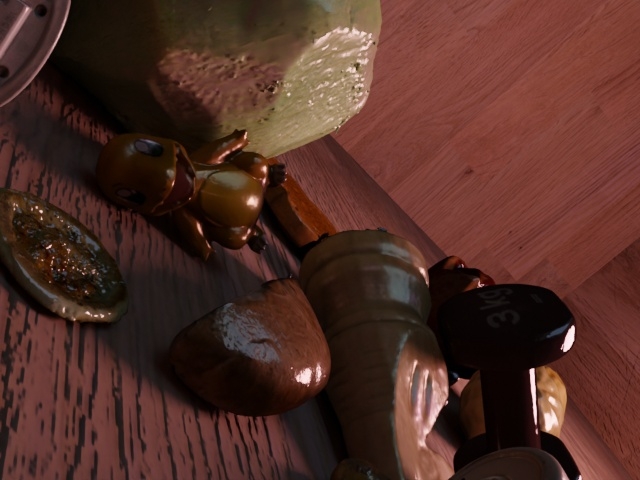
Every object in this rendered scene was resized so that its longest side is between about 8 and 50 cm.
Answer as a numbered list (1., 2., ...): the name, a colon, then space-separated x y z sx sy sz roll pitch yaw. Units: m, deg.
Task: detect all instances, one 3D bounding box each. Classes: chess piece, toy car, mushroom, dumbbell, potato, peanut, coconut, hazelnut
1. chess piece: 0.057 0.126 0.709 0.137 0.137 0.300 42 25 -33
2. toy car: -0.248 -0.164 0.520 0.139 0.112 0.112 33 1 -28
3. mushroom: -0.034 0.077 0.574 0.094 0.072 0.210 59 11 8
4. dumbbell: 0.192 0.165 0.793 0.140 0.124 0.225 -95 176 -71
5. potato: 0.043 0.193 0.544 0.092 0.045 0.046 52 -17 1
6. peanut: 0.276 0.234 1.087 0.147 0.147 0.305 53 10 24
7. coconut: -0.109 -0.210 0.790 0.328 0.329 0.281 3 77 -76
8. hazelnut: 0.220 0.124 1.230 0.170 0.160 0.201 40 7 -45

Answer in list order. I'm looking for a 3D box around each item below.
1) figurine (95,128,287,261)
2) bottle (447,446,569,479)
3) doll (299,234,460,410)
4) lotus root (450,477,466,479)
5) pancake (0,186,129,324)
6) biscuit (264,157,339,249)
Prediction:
1. figurine: -0.125 -0.053 0.676 0.122 0.121 0.176 22 4 34
2. bottle: 0.178 0.277 0.579 0.233 0.110 0.110 60 8 -9
3. doll: 0.071 0.092 0.925 0.248 0.088 0.127 51 10 -4
4. lotus root: 0.136 0.256 0.434 0.284 0.146 0.160 55 -10 -1
5. pancake: -0.155 0.010 0.467 0.108 0.017 0.108 48 14 -15
6. biscuit: -0.003 0.002 1.072 0.295 0.044 0.186 53 8 15
